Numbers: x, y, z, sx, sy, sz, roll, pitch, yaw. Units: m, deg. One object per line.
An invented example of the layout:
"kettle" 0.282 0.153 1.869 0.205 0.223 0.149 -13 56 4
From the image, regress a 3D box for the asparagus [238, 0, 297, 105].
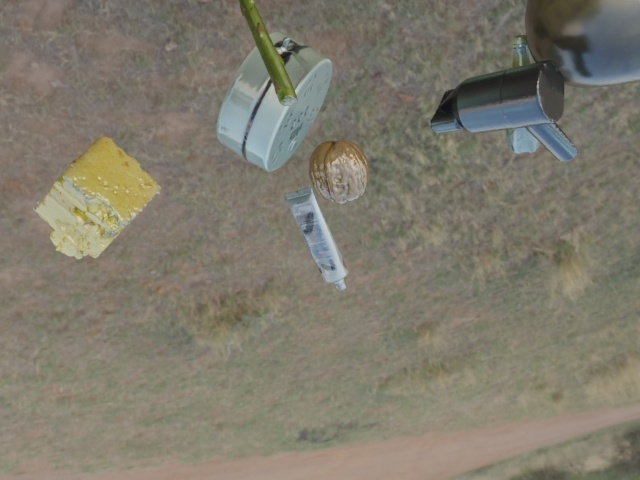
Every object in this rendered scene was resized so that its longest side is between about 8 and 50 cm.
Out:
"asparagus" -0.082 -0.263 0.762 0.025 0.248 0.024 -21 163 -12

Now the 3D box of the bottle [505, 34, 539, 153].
"bottle" 0.471 -0.342 1.510 0.083 0.269 0.083 -8 -161 3

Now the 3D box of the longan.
"longan" 0.597 -0.463 1.305 0.361 0.360 0.361 -12 154 -6

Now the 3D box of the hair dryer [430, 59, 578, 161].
"hair dryer" 0.394 -0.231 1.307 0.244 0.116 0.303 0 157 46

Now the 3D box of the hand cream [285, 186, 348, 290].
"hand cream" 0.000 0.000 1.969 0.124 0.340 0.078 -10 -161 47

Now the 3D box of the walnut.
"walnut" 0.060 -0.219 2.085 0.214 0.213 0.213 -12 154 -6

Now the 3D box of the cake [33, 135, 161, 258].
"cake" -0.634 -0.101 1.795 0.222 0.227 0.286 45 131 -14

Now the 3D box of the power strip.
"power strip" -0.112 -0.364 1.679 0.357 0.162 0.357 -57 173 -12
